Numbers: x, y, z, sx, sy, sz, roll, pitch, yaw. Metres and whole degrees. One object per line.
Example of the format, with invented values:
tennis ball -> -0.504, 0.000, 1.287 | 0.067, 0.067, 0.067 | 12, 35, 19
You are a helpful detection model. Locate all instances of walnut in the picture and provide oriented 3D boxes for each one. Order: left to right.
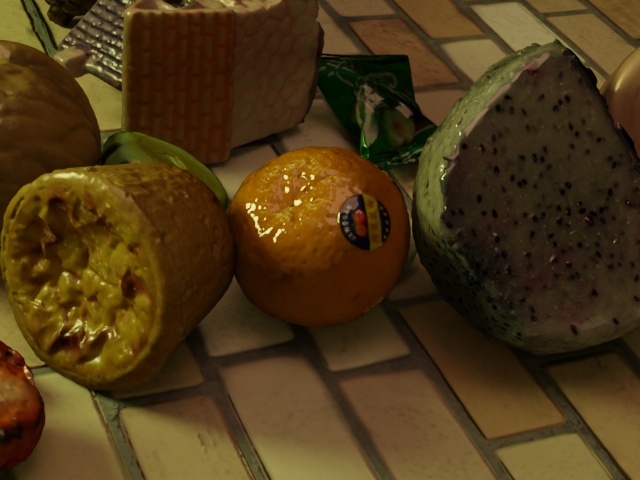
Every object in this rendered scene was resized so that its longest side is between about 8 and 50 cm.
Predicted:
walnut -> -0.319, -0.083, 1.226 | 0.228, 0.228, 0.228 | 5, 36, -4

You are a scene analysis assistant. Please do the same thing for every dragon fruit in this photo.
dragon fruit -> 0.193, -0.018, 1.242 | 0.221, 0.204, 0.283 | -36, 95, -17

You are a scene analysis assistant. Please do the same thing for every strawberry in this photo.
strawberry -> -0.310, 0.132, 1.008 | 0.188, 0.082, 0.121 | 9, 38, -29

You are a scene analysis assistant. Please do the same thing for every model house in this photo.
model house -> -0.162, -0.226, 1.451 | 0.237, 0.202, 0.237 | 35, 43, 31

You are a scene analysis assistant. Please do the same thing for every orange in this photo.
orange -> -0.001, -0.003, 1.208 | 0.178, 0.155, 0.177 | -4, 69, 11

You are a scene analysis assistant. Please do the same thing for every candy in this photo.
candy -> 0.069, -0.154, 1.503 | 0.141, 0.078, 0.203 | 5, 43, -36

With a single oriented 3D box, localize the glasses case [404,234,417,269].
glasses case -> 0.023, -0.012, 1.330 | 0.164, 0.041, 0.063 | 24, 39, 21

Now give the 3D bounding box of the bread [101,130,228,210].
bread -> -0.163, -0.054, 1.309 | 0.139, 0.071, 0.130 | 23, 24, -27

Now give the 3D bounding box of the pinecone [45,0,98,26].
pinecone -> -0.281, -0.407, 1.604 | 0.242, 0.296, 0.298 | 50, 17, -4

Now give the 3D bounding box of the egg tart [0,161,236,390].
egg tart -> -0.165, 0.019, 1.138 | 0.202, 0.202, 0.147 | 27, 29, 24

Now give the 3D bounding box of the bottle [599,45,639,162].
bottle -> 0.383, -0.107, 1.363 | 0.206, 0.173, 0.297 | 35, 2, 4
